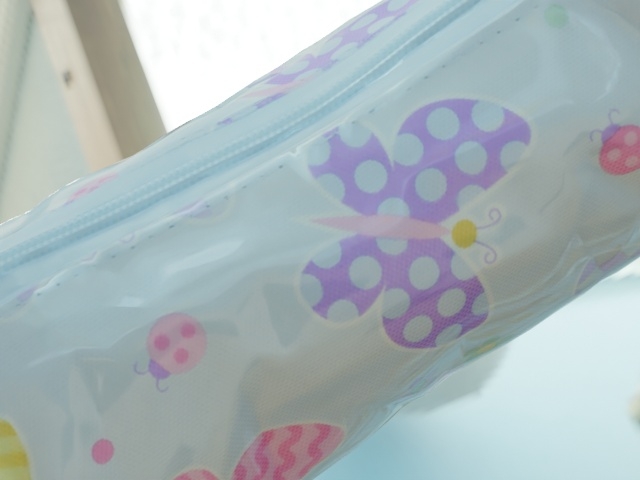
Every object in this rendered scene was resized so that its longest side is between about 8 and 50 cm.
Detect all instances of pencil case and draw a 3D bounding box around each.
[{"bbox_3d":[0.000,0.000,0.565,0.273,0.113,0.124,-33,-26,-7],"label":"pencil case"}]
